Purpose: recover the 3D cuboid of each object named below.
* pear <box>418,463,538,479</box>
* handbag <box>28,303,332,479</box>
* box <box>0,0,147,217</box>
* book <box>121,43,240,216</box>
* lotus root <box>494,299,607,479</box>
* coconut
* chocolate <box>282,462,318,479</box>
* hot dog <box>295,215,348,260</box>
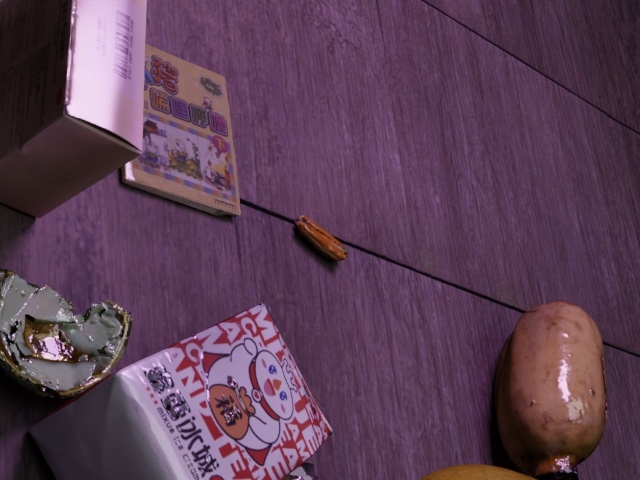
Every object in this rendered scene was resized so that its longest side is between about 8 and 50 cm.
[{"bbox_3d":[0.158,0.388,1.320,0.304,0.304,0.304,29,48,-38],"label":"pear"},{"bbox_3d":[-0.106,0.177,1.231,0.298,0.151,0.171,-22,81,-56],"label":"handbag"},{"bbox_3d":[-0.251,-0.154,1.242,0.095,0.168,0.212,25,50,-38],"label":"box"},{"bbox_3d":[-0.163,-0.128,1.467,0.168,0.013,0.192,18,54,-44],"label":"book"},{"bbox_3d":[0.302,0.203,1.710,0.160,0.146,0.284,80,11,-50],"label":"lotus root"},{"bbox_3d":[-0.253,0.087,1.183,0.158,0.055,0.133,35,45,-31],"label":"coconut"},{"bbox_3d":[-0.051,0.366,1.255,0.102,0.065,0.329,15,54,-22],"label":"chocolate"},{"bbox_3d":[0.000,0.000,1.581,0.083,0.021,0.037,40,21,-24],"label":"hot dog"}]
